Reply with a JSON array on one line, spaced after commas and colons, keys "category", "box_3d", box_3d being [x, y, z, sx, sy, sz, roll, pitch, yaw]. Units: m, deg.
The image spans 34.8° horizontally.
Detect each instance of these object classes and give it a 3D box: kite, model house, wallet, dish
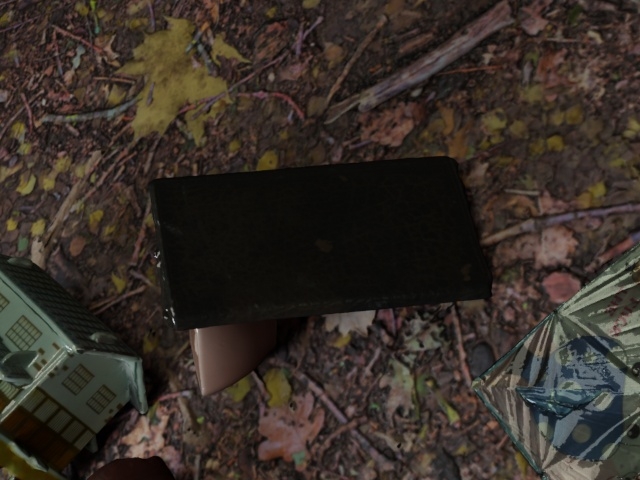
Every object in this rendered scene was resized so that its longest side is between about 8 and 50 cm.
[{"category": "kite", "box_3d": [0.281, 0.137, 0.893, 0.314, 0.011, 0.335, -3, 69, 28]}, {"category": "model house", "box_3d": [-0.337, 0.152, 1.129, 0.224, 0.198, 0.215, 32, 75, 37]}, {"category": "wallet", "box_3d": [0.000, 0.000, 0.991, 0.321, 0.044, 0.170, -5, 56, -15]}, {"category": "dish", "box_3d": [-0.099, 0.051, 1.079, 0.091, 0.213, 0.213, -9, 60, -10]}]

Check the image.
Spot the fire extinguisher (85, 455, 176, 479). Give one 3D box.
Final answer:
[{"category": "fire extinguisher", "box_3d": [-0.112, 0.350, 0.960, 0.337, 0.114, 0.135, 47, 117, 35]}]
